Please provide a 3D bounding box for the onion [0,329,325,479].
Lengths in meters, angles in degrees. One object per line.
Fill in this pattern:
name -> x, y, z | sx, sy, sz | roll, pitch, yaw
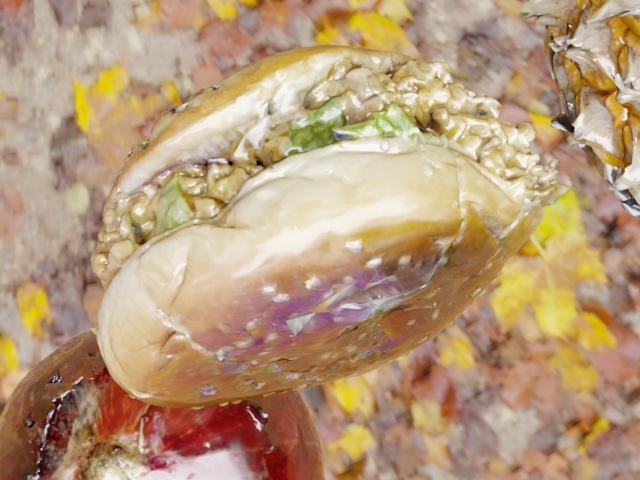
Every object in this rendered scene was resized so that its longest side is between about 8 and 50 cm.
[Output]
onion -> -0.134, 0.198, 1.263 | 0.276, 0.276, 0.276 | -3, 110, -9

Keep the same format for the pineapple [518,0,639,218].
pineapple -> 0.310, -0.175, 0.941 | 0.352, 0.352, 0.300 | 7, 148, -13

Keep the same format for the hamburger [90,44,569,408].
hamburger -> 0.000, 0.000, 0.919 | 0.286, 0.146, 0.243 | -28, 154, 6
